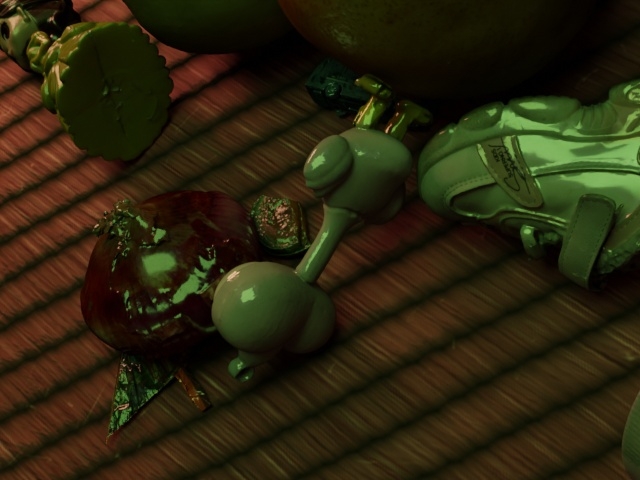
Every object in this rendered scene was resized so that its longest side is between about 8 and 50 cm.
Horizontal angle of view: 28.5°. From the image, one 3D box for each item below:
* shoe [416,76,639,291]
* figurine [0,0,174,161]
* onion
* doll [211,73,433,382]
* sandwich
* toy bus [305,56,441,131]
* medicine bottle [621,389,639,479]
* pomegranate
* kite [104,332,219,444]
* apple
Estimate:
[{"bbox_3d":[0.266,-0.046,1.302,0.351,0.172,0.198,-12,74,29],"label":"shoe"},{"bbox_3d":[-0.352,-0.248,1.703,0.315,0.187,0.168,33,85,43],"label":"figurine"},{"bbox_3d":[-0.185,0.018,1.464,0.230,0.163,0.230,-17,35,13],"label":"onion"},{"bbox_3d":[0.000,0.001,1.376,0.094,0.160,0.365,39,99,39],"label":"doll"},{"bbox_3d":[-0.051,-0.018,1.513,0.069,0.026,0.101,-28,55,9],"label":"sandwich"},{"bbox_3d":[0.064,-0.179,1.537,0.166,0.047,0.065,19,68,30],"label":"toy bus"},{"bbox_3d":[0.426,0.209,1.044,0.241,0.241,0.302,-46,46,-4],"label":"medicine bottle"},{"bbox_3d":[0.144,-0.353,1.376,0.417,0.416,0.416,-11,60,19],"label":"pomegranate"},{"bbox_3d":[-0.185,0.140,1.499,0.232,0.009,0.189,-42,55,-3],"label":"kite"},{"bbox_3d":[-0.118,-0.355,1.594,0.258,0.233,0.295,-24,28,23],"label":"apple"}]
